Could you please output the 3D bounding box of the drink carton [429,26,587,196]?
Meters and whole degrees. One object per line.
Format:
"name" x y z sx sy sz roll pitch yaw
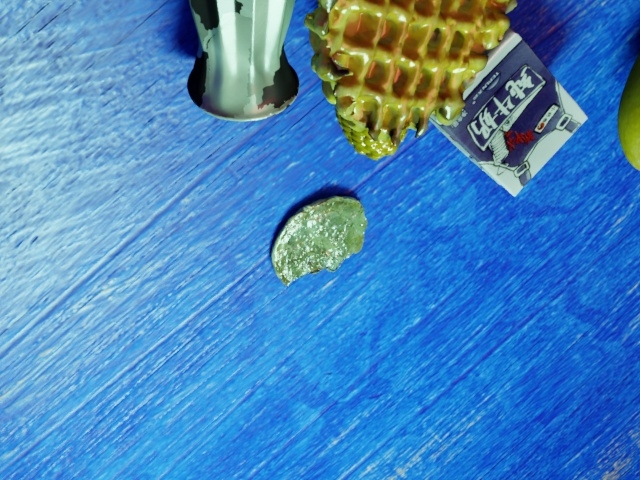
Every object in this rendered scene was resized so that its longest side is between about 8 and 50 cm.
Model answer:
"drink carton" 0.196 -0.164 1.923 0.134 0.102 0.222 -49 142 3

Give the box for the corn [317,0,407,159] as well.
"corn" 0.049 -0.214 1.761 0.102 0.102 0.313 -30 141 -16

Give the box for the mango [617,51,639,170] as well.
"mango" 0.523 -0.212 2.070 0.384 0.199 0.221 -33 138 -11

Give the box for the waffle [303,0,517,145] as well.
"waffle" 0.092 -0.248 1.644 0.329 0.062 0.329 -28 131 -38

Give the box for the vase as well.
"vase" -0.076 -0.284 1.563 0.165 0.165 0.360 -23 141 -23

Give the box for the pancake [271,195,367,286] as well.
"pancake" 0.001 -0.004 1.956 0.130 0.022 0.116 -17 131 -28
